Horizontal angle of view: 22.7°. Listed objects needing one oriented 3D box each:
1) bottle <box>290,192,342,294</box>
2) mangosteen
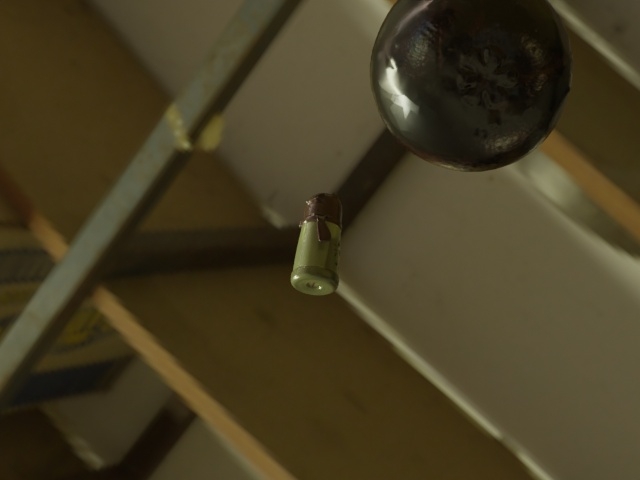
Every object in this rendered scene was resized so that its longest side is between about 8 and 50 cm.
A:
[{"bbox_3d":[0.001,-0.001,1.550,0.047,0.063,0.101,19,-117,-21],"label":"bottle"},{"bbox_3d":[0.107,-0.125,1.147,0.152,0.152,0.152,31,-157,-15],"label":"mangosteen"}]
